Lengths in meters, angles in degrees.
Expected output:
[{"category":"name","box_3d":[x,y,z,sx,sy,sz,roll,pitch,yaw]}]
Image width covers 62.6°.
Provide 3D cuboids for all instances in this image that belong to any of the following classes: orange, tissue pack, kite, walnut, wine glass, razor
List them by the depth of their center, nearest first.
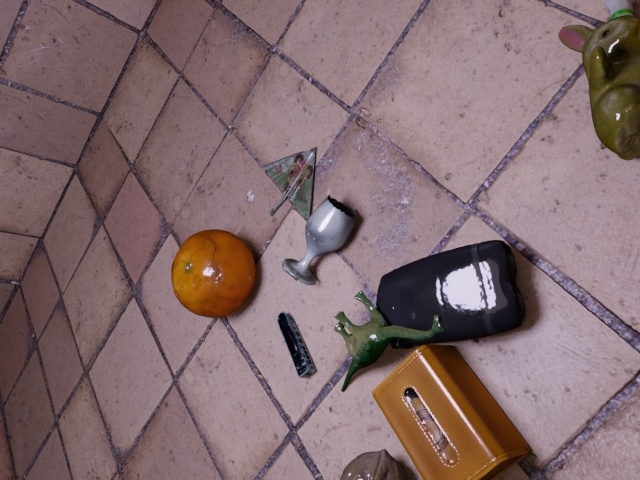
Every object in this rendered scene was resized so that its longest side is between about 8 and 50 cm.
[{"category":"tissue pack","box_3d":[0.266,0.389,1.130,0.194,0.145,0.274,-52,51,22]},{"category":"razor","box_3d":[0.282,0.131,1.196,0.349,0.113,0.204,-21,70,37]},{"category":"walnut","box_3d":[0.119,0.590,1.199,0.178,0.178,0.230,10,82,43]},{"category":"wine glass","box_3d":[0.000,0.000,1.474,0.241,0.126,0.126,-55,50,19]},{"category":"kite","box_3d":[-0.090,-0.185,1.674,0.267,0.013,0.323,-55,48,16]},{"category":"orange","box_3d":[-0.338,0.103,1.679,0.284,0.226,0.283,-9,74,35]}]

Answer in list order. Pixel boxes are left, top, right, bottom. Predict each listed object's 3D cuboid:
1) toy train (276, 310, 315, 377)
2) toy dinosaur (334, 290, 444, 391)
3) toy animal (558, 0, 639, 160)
[{"category":"toy train","box_3d":[-0.075,0.295,1.518,0.043,0.047,0.207,-45,53,24]},{"category":"toy dinosaur","box_3d":[0.146,0.265,1.215,0.301,0.087,0.447,41,138,42]},{"category":"toy animal","box_3d":[0.579,-0.344,1.000,0.181,0.180,0.362,-8,77,2]}]
